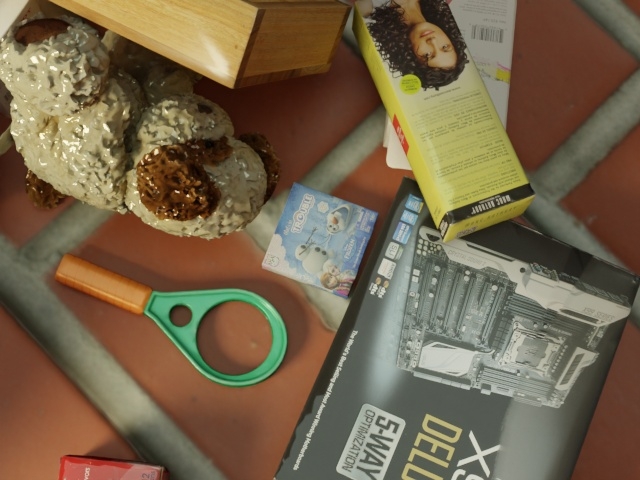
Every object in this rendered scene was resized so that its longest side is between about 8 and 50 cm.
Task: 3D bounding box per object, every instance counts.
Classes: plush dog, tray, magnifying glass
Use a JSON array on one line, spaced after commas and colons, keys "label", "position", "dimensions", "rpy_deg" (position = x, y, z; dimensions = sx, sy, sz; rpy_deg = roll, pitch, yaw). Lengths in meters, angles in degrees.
[{"label": "plush dog", "position": [-0.154, -0.077, 0.917], "dimensions": [0.225, 0.262, 0.211], "rpy_deg": [29, 110, 14]}, {"label": "tray", "position": [-0.196, -0.254, 0.908], "dimensions": [0.411, 0.203, 0.076], "rpy_deg": [26, 111, 15]}, {"label": "magnifying glass", "position": [-0.141, 0.068, 0.962], "dimensions": [0.231, 0.026, 0.092], "rpy_deg": [22, 77, 3]}]

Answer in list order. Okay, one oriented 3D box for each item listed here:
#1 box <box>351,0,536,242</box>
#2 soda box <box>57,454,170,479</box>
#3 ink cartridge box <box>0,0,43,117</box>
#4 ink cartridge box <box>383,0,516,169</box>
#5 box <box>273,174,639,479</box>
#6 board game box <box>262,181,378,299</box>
[{"label": "box", "position": [0.108, -0.122, 0.928], "dimensions": [0.087, 0.058, 0.232], "rpy_deg": [-21, 76, -8]}, {"label": "soda box", "position": [-0.194, 0.321, 0.869], "dimensions": [0.092, 0.083, 0.263], "rpy_deg": [7, 76, -2]}, {"label": "ink cartridge box", "position": [-0.321, -0.196, 0.955], "dimensions": [0.090, 0.143, 0.092], "rpy_deg": [30, 77, 4]}, {"label": "ink cartridge box", "position": [0.125, -0.149, 1.003], "dimensions": [0.115, 0.067, 0.198], "rpy_deg": [8, 75, 0]}, {"label": "box", "position": [0.126, 0.129, 0.932], "dimensions": [0.242, 0.076, 0.307], "rpy_deg": [24, 76, 4]}, {"label": "board game box", "position": [0.000, 0.000, 0.986], "dimensions": [0.090, 0.020, 0.090], "rpy_deg": [19, 77, 3]}]
